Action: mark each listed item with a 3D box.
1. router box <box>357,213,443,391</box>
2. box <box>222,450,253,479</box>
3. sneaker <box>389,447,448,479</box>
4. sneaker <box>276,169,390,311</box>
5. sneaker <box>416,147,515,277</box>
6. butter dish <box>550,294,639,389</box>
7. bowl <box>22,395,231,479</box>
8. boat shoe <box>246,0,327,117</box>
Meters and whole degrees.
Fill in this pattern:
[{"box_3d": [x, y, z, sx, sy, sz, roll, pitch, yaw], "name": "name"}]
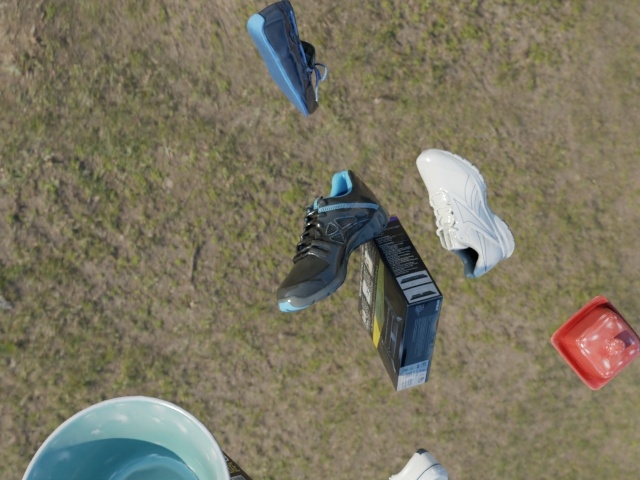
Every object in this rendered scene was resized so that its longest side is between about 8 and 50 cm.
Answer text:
[{"box_3d": [0.162, 0.137, 1.603, 0.081, 0.243, 0.308, -14, 139, -13], "name": "router box"}, {"box_3d": [-0.301, 0.601, 1.837, 0.076, 0.242, 0.307, -58, 152, 7], "name": "box"}, {"box_3d": [0.188, 0.572, 1.668, 0.094, 0.091, 0.258, 18, 116, -40], "name": "sneaker"}, {"box_3d": [0.000, 0.000, 1.416, 0.125, 0.341, 0.139, -15, 117, 43], "name": "sneaker"}, {"box_3d": [0.284, -0.054, 1.515, 0.129, 0.111, 0.297, -43, 104, -30], "name": "sneaker"}, {"box_3d": [0.604, 0.219, 1.576, 0.160, 0.118, 0.160, -40, 90, -5], "name": "butter dish"}, {"box_3d": [-0.268, 0.403, 1.105, 0.312, 0.311, 0.163, -20, 153, -4], "name": "bowl"}, {"box_3d": [-0.038, -0.310, 1.306, 0.089, 0.109, 0.258, -42, 156, -6], "name": "boat shoe"}]
